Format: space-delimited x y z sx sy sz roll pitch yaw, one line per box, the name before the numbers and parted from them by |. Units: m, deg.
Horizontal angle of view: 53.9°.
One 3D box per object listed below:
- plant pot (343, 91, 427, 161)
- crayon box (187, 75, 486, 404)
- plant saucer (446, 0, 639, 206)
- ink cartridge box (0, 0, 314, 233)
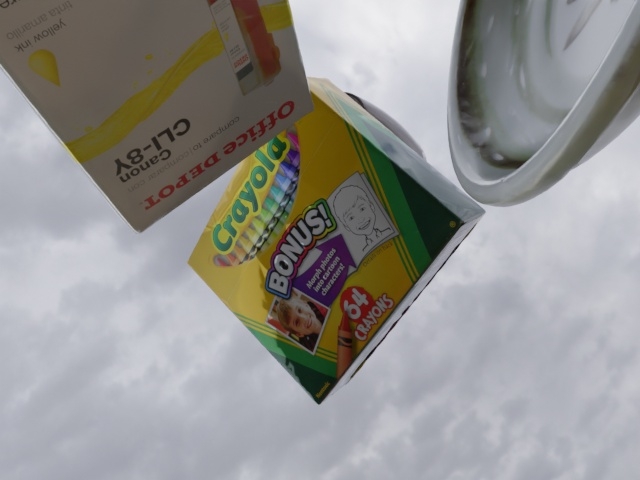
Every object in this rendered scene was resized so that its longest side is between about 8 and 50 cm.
plant pot | 0.066 -0.166 1.157 0.215 0.215 0.230 -44 -29 3
crayon box | 0.000 0.000 0.917 0.106 0.313 0.363 -19 -32 -56
plant saucer | 0.200 -0.214 0.445 0.100 0.400 0.400 10 -66 -5
ink cartridge box | -0.182 -0.225 0.637 0.279 0.160 0.385 -37 -30 -12
